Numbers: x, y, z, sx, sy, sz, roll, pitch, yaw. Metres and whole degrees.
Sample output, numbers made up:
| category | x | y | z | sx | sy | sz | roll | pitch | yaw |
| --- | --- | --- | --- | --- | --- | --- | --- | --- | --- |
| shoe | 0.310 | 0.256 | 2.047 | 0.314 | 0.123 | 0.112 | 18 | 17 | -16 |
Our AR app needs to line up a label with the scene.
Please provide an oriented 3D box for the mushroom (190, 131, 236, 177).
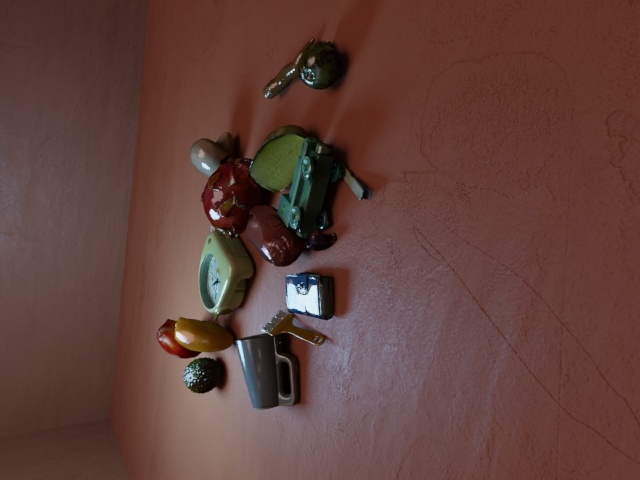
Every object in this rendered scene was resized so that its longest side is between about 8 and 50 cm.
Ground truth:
| category | x | y | z | sx | sy | sz | roll | pitch | yaw |
| --- | --- | --- | --- | --- | --- | --- | --- | --- | --- |
| mushroom | -0.424 | -0.353 | 2.046 | 0.204 | 0.204 | 0.205 | -3 | 87 | 55 |

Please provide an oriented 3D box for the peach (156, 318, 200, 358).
| category | x | y | z | sx | sy | sz | roll | pitch | yaw |
| --- | --- | --- | --- | --- | --- | --- | --- | --- | --- |
| peach | -0.596 | 0.439 | 2.193 | 0.153 | 0.267 | 0.159 | 14 | 81 | 21 |

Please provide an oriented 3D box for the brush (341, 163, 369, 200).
| category | x | y | z | sx | sy | sz | roll | pitch | yaw |
| --- | --- | --- | --- | --- | --- | --- | --- | --- | --- |
| brush | 0.093 | -0.167 | 1.407 | 0.179 | 0.029 | 0.033 | -120 | 35 | -52 |

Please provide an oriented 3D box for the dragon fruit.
| category | x | y | z | sx | sy | sz | roll | pitch | yaw |
| --- | --- | --- | --- | --- | --- | --- | --- | --- | --- |
| dragon fruit | -0.324 | -0.161 | 1.848 | 0.315 | 0.250 | 0.251 | 112 | 144 | -58 |

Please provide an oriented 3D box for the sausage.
| category | x | y | z | sx | sy | sz | roll | pitch | yaw |
| --- | --- | --- | --- | --- | --- | --- | --- | --- | --- |
| sausage | -0.154 | -0.016 | 1.651 | 0.279 | 0.152 | 0.152 | 42 | 123 | 49 |

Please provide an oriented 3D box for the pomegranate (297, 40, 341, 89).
| category | x | y | z | sx | sy | sz | roll | pitch | yaw |
| --- | --- | --- | --- | --- | --- | --- | --- | --- | --- |
| pomegranate | -0.007 | -0.531 | 1.477 | 0.138 | 0.125 | 0.163 | 129 | 133 | -58 |

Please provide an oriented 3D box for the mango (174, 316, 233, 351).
| category | x | y | z | sx | sy | sz | roll | pitch | yaw |
| --- | --- | --- | --- | --- | --- | --- | --- | --- | --- |
| mango | -0.478 | 0.396 | 2.060 | 0.154 | 0.251 | 0.126 | 26 | -104 | -80 |

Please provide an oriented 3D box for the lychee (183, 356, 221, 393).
| category | x | y | z | sx | sy | sz | roll | pitch | yaw |
| --- | --- | --- | --- | --- | --- | --- | --- | --- | --- |
| lychee | -0.502 | 0.575 | 2.148 | 0.171 | 0.171 | 0.171 | -3 | 87 | 55 |

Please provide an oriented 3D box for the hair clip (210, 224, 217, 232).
| category | x | y | z | sx | sy | sz | roll | pitch | yaw |
| --- | --- | --- | --- | --- | --- | --- | --- | --- | --- |
| hair clip | -0.466 | -0.047 | 2.212 | 0.072 | 0.034 | 0.226 | 14 | 99 | 51 |

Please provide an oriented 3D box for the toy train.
| category | x | y | z | sx | sy | sz | roll | pitch | yaw |
| --- | --- | --- | --- | --- | --- | --- | --- | --- | --- |
| toy train | -0.039 | -0.164 | 1.512 | 0.194 | 0.119 | 0.298 | 51 | 132 | 52 |

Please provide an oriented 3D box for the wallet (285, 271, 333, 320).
| category | x | y | z | sx | sy | sz | roll | pitch | yaw |
| --- | --- | --- | --- | --- | --- | --- | --- | --- | --- |
| wallet | -0.035 | 0.168 | 1.554 | 0.202 | 0.059 | 0.141 | -2 | 94 | 57 |

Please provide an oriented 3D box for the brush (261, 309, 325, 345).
| category | x | y | z | sx | sy | sz | roll | pitch | yaw |
| --- | --- | --- | --- | --- | --- | --- | --- | --- | --- |
| brush | -0.080 | 0.290 | 1.605 | 0.272 | 0.103 | 0.013 | 10 | 135 | 47 |

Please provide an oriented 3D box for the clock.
| category | x | y | z | sx | sy | sz | roll | pitch | yaw |
| --- | --- | --- | --- | --- | --- | --- | --- | --- | --- |
| clock | -0.401 | 0.159 | 2.036 | 0.286 | 0.117 | 0.349 | 52 | 130 | 42 |

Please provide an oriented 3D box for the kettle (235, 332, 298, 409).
| category | x | y | z | sx | sy | sz | roll | pitch | yaw |
| --- | --- | --- | --- | --- | --- | --- | --- | --- | --- |
| kettle | -0.168 | 0.438 | 1.690 | 0.210 | 0.160 | 0.243 | -14 | 84 | 26 |

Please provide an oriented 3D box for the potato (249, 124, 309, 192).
| category | x | y | z | sx | sy | sz | roll | pitch | yaw |
| --- | --- | --- | --- | --- | --- | --- | --- | --- | --- |
| potato | -0.128 | -0.289 | 1.645 | 0.272 | 0.160 | 0.111 | -47 | 28 | 45 |

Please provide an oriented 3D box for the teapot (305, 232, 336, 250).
| category | x | y | z | sx | sy | sz | roll | pitch | yaw |
| --- | --- | --- | --- | --- | --- | --- | --- | --- | --- |
| teapot | 0.000 | 0.000 | 1.503 | 0.100 | 0.068 | 0.045 | -21 | 65 | 16 |

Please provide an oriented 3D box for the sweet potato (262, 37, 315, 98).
| category | x | y | z | sx | sy | sz | roll | pitch | yaw |
| --- | --- | --- | --- | --- | --- | --- | --- | --- | --- |
| sweet potato | -0.097 | -0.565 | 1.668 | 0.281 | 0.059 | 0.067 | -24 | 34 | 49 |
